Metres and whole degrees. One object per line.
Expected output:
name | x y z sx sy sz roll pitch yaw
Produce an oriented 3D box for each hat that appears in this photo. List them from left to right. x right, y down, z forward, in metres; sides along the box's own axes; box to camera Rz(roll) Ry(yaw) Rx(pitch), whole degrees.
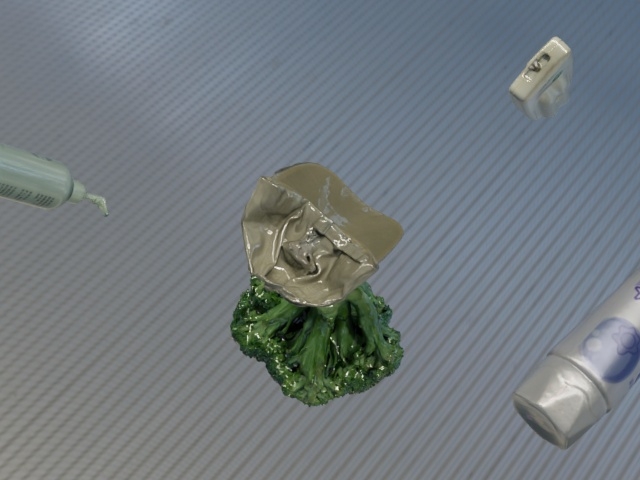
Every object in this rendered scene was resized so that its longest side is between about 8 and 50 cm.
hat | 0.000 0.000 1.487 0.214 0.149 0.245 40 16 13

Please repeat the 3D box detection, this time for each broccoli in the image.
broccoli | 0.003 0.137 1.688 0.295 0.245 0.265 20 56 14

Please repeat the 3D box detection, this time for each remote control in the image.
remote control | 0.294 -0.201 1.315 0.049 0.230 0.090 45 101 11

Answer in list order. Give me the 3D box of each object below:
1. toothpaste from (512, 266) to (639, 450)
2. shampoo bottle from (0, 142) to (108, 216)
toothpaste | 0.341 0.055 1.016 0.371 0.125 0.080 -41 44 -17
shampoo bottle | -0.303 -0.064 1.050 0.056 0.195 0.056 -10 73 35
